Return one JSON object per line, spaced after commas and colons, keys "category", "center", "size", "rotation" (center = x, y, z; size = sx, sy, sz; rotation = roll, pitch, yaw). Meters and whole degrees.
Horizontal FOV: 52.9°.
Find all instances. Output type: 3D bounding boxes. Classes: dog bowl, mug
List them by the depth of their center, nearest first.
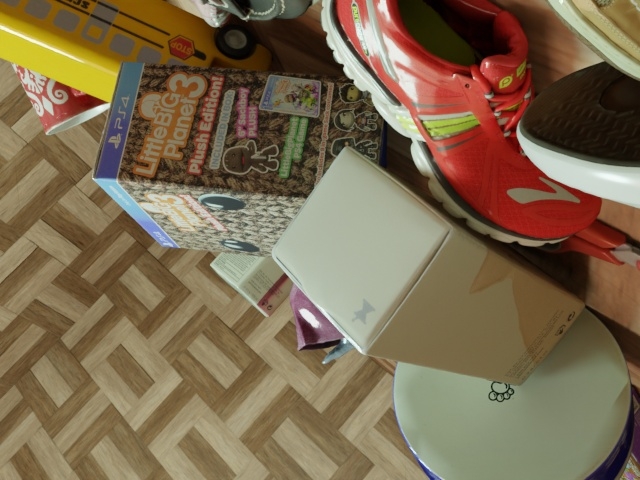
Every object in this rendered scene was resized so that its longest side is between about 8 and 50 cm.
{"category": "dog bowl", "center": [0.223, 0.186, 0.755], "size": [0.265, 0.265, 0.104], "rotation": [34, 164, 40]}
{"category": "mug", "center": [-0.392, -0.267, 0.969], "size": [0.169, 0.150, 0.113], "rotation": [63, -152, -11]}

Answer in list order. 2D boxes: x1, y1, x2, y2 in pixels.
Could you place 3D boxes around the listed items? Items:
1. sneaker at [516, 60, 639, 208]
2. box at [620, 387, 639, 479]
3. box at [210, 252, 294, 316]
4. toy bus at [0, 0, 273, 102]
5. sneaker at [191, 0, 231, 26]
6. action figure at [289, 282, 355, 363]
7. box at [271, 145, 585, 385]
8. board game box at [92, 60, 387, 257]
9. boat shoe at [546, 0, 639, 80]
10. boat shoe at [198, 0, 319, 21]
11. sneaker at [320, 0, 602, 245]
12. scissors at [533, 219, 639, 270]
{"category": "sneaker", "center": [0.229, -0.021, 0.322], "size": [0.290, 0.106, 0.123], "rotation": [26, 158, 54]}
{"category": "box", "center": [0.413, 0.273, 0.974], "size": [0.293, 0.057, 0.201], "rotation": [49, 169, -32]}
{"category": "box", "center": [-0.108, 0.031, 1.460], "size": [0.148, 0.232, 0.127], "rotation": [30, 164, 51]}
{"category": "toy bus", "center": [-0.237, -0.242, 0.819], "size": [0.332, 0.130, 0.108], "rotation": [22, 157, -11]}
{"category": "sneaker", "center": [-0.116, -0.281, 0.731], "size": [0.070, 0.051, 0.134], "rotation": [47, 172, -32]}
{"category": "action figure", "center": [0.000, 0.000, 1.054], "size": [0.275, 0.248, 0.370], "rotation": [-33, 79, 46]}
{"category": "box", "center": [0.119, 0.040, 0.623], "size": [0.311, 0.121, 0.148], "rotation": [21, -162, -50]}
{"category": "board game box", "center": [-0.071, -0.078, 0.756], "size": [0.291, 0.141, 0.232], "rotation": [6, 163, 7]}
{"category": "boat shoe", "center": [0.130, -0.153, 0.292], "size": [0.190, 0.068, 0.072], "rotation": [44, 158, -7]}
{"category": "boat shoe", "center": [-0.115, -0.252, 0.554], "size": [0.335, 0.095, 0.112], "rotation": [48, 175, 41]}
{"category": "sneaker", "center": [0.115, -0.100, 0.464], "size": [0.279, 0.107, 0.118], "rotation": [42, 160, -12]}
{"category": "scissors", "center": [0.263, 0.008, 0.555], "size": [0.297, 0.021, 0.109], "rotation": [32, 163, 53]}
